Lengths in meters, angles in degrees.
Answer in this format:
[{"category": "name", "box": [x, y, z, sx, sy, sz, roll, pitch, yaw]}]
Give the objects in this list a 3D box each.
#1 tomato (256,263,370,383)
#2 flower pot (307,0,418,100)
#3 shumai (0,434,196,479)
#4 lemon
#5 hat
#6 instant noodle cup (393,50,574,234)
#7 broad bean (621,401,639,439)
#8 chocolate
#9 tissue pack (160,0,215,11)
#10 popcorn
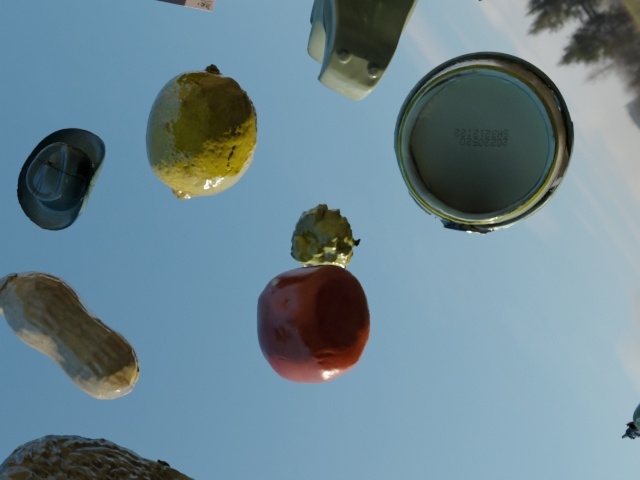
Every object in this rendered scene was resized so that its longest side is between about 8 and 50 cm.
[{"category": "tomato", "box": [-0.024, 0.165, 1.739, 0.180, 0.260, 0.260, 51, -160, -48]}, {"category": "flower pot", "box": [0.092, -0.420, 1.370, 0.164, 0.367, 0.254, 22, -163, -18]}, {"category": "shumai", "box": [-0.264, 0.397, 0.967, 0.309, 0.263, 0.304, 32, -170, 17]}, {"category": "lemon", "box": [-0.261, -0.233, 1.885, 0.260, 0.260, 0.284, 23, -117, -50]}, {"category": "hat", "box": [-0.454, -0.113, 1.468, 0.138, 0.191, 0.078, 23, 174, 16]}, {"category": "instant noodle cup", "box": [0.167, -0.102, 0.904, 0.215, 0.215, 0.236, 56, -165, 1]}, {"category": "broad bean", "box": [0.551, 0.210, 1.294, 0.077, 0.339, 0.061, -24, -126, -35]}, {"category": "chocolate", "box": [-0.453, 0.164, 1.541, 0.309, 0.134, 0.134, 39, -154, -2]}, {"category": "tissue pack", "box": [-0.346, -0.615, 1.908, 0.246, 0.148, 0.092, 1, -154, -38]}, {"category": "popcorn", "box": [0.011, 0.001, 1.979, 0.142, 0.173, 0.173, 22, -141, -30]}]
